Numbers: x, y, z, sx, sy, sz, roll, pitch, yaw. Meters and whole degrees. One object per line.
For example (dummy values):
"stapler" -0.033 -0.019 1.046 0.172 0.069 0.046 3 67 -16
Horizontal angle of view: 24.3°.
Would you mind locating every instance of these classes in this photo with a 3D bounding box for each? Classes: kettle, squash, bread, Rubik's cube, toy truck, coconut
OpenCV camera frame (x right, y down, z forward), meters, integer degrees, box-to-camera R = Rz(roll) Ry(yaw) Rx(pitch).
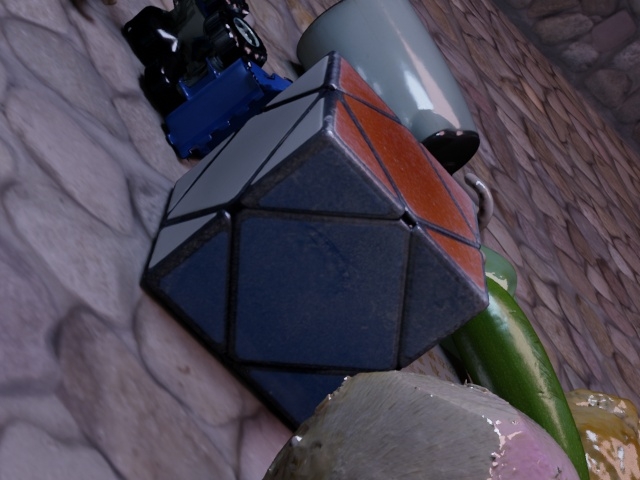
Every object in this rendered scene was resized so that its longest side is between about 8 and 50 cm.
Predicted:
"kettle" 0.095 -0.169 1.899 0.236 0.161 0.221 59 -11 19
"squash" 0.204 0.160 1.498 0.292 0.082 0.082 67 21 9
"bread" 0.310 0.262 1.617 0.244 0.134 0.244 47 17 -19
"Rubik's cube" 0.000 0.000 1.266 0.205 0.205 0.207 46 18 -19
"toy truck" -0.101 -0.166 1.476 0.126 0.113 0.208 35 26 -45
"coconut" 0.065 0.199 1.030 0.230 0.227 0.227 36 23 -55

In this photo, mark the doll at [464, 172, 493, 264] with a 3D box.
"doll" 0.046 -0.045 1.475 0.278 0.154 0.119 36 11 27

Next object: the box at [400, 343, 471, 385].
"box" 0.110 0.211 1.365 0.204 0.051 0.365 39 23 -39

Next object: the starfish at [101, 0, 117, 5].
"starfish" -0.204 -0.328 1.505 0.216 0.071 0.238 27 42 11

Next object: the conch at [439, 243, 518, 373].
"conch" 0.110 0.038 1.623 0.250 0.137 0.143 33 46 3
